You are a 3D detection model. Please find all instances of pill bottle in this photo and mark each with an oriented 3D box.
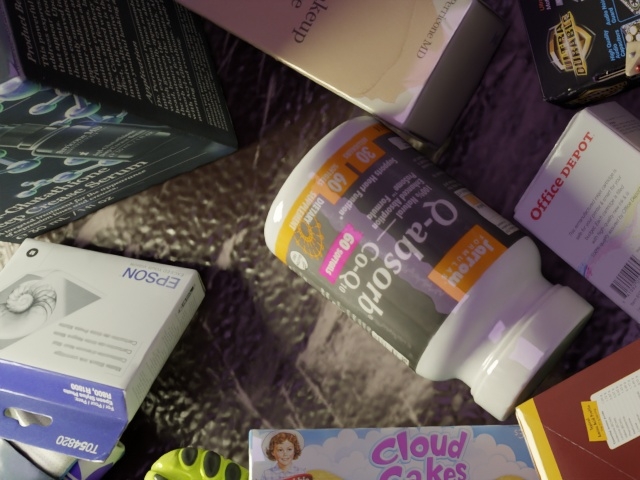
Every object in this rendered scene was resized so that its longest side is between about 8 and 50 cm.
[{"bbox_3d":[0.098,0.026,1.246,0.278,0.162,0.162,39,100,15],"label":"pill bottle"}]

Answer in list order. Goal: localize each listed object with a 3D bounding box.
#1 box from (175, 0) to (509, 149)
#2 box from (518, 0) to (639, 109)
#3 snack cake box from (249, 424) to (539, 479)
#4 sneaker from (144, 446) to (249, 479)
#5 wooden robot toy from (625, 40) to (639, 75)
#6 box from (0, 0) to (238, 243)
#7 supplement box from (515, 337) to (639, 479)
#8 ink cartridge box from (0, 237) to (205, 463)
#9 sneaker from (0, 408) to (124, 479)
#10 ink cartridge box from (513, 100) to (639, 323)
[{"bbox_3d":[0.010,-0.227,1.334,0.311,0.121,0.148,31,96,23],"label":"box"},{"bbox_3d":[0.304,-0.301,1.218,0.293,0.073,0.296,-20,76,33],"label":"box"},{"bbox_3d":[0.069,0.244,1.225,0.264,0.089,0.152,-2,77,1],"label":"snack cake box"},{"bbox_3d":[-0.041,0.308,1.326,0.295,0.123,0.109,34,57,9],"label":"sneaker"},{"bbox_3d":[0.303,-0.089,1.157,0.173,0.076,0.079,44,76,5],"label":"wooden robot toy"},{"bbox_3d":[-0.311,-0.156,1.316,0.293,0.395,0.212,-22,77,20],"label":"box"},{"bbox_3d":[0.297,0.188,1.120,0.194,0.129,0.191,-34,57,28],"label":"supplement box"},{"bbox_3d":[-0.262,0.104,1.393,0.223,0.045,0.224,9,51,23],"label":"ink cartridge box"},{"bbox_3d":[-0.292,0.295,1.408,0.236,0.130,0.323,-29,69,22],"label":"sneaker"},{"bbox_3d":[0.278,-0.022,1.207,0.175,0.072,0.127,43,123,21],"label":"ink cartridge box"}]
